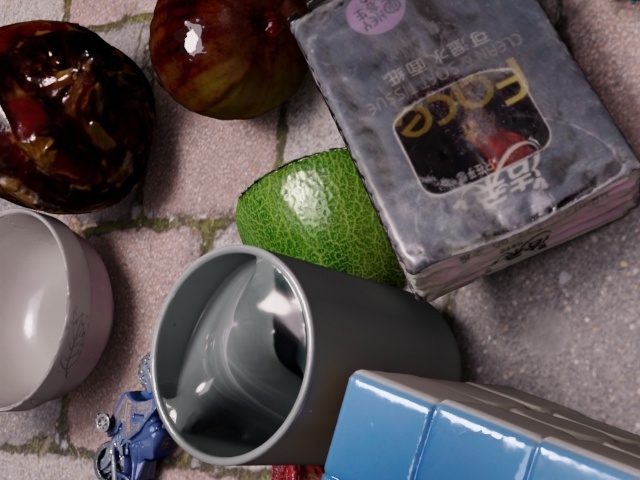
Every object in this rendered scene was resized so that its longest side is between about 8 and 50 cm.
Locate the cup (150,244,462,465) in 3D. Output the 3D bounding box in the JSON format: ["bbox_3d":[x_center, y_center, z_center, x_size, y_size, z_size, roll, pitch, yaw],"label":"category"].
[{"bbox_3d":[0.004,0.128,1.089,0.205,0.312,0.206,-9,75,37],"label":"cup"}]

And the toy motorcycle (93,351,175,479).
[{"bbox_3d":[-0.233,0.253,1.411,0.114,0.076,0.205,33,102,31],"label":"toy motorcycle"}]

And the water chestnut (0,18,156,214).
[{"bbox_3d":[-0.353,-0.174,1.450,0.300,0.300,0.300,-9,74,37],"label":"water chestnut"}]

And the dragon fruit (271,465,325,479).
[{"bbox_3d":[0.002,0.289,1.209,0.153,0.110,0.153,-174,90,-78],"label":"dragon fruit"}]

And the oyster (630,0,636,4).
[{"bbox_3d":[0.281,-0.328,1.058,0.198,0.092,0.260,-37,101,1],"label":"oyster"}]

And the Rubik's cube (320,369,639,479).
[{"bbox_3d":[0.175,0.299,0.931,0.290,0.291,0.292,15,90,39],"label":"Rubik's cube"}]

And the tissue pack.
[{"bbox_3d":[0.146,-0.141,1.126,0.259,0.122,0.361,-25,61,5],"label":"tissue pack"}]

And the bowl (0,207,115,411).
[{"bbox_3d":[-0.403,0.106,1.527,0.287,0.143,0.287,-10,73,37],"label":"bowl"}]

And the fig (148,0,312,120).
[{"bbox_3d":[-0.150,-0.239,1.399,0.321,0.216,0.217,-21,66,58],"label":"fig"}]

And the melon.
[{"bbox_3d":[0.000,0.000,1.245,0.265,0.129,0.169,-26,68,31],"label":"melon"}]
